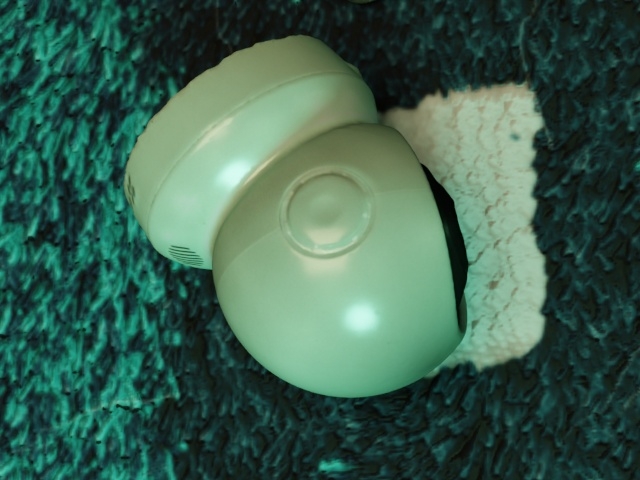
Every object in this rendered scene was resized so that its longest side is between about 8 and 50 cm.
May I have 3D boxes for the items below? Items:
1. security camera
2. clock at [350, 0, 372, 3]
[{"bbox_3d":[0.000,0.000,1.327,0.194,0.194,0.236,-44,65,12],"label":"security camera"},{"bbox_3d":[0.035,-0.284,1.429,0.151,0.062,0.191,-32,70,16],"label":"clock"}]
